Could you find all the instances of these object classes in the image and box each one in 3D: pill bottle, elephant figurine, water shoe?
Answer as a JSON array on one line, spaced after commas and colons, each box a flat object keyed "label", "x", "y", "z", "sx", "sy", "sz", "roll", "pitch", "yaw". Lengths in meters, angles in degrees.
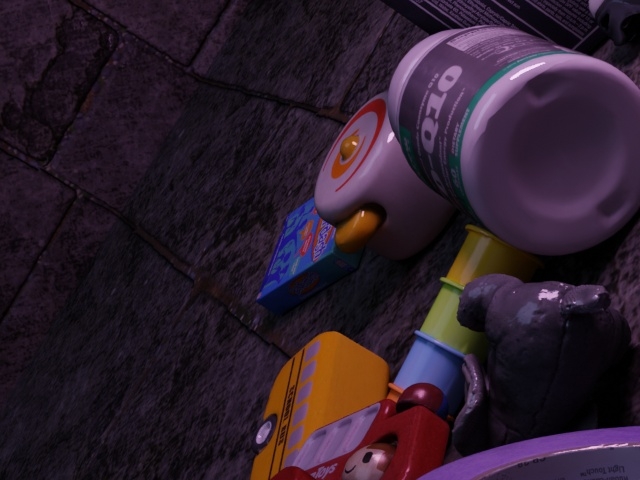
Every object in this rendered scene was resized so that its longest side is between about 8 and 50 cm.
[{"label": "pill bottle", "x": 0.199, "y": -0.121, "z": 1.782, "sx": 0.204, "sy": 0.204, "sz": 0.361, "roll": -57, "pitch": 18, "yaw": 4}, {"label": "elephant figurine", "x": 0.185, "y": 0.161, "z": 1.500, "sx": 0.169, "sy": 0.186, "sz": 0.239, "roll": 13, "pitch": 81, "yaw": 36}, {"label": "water shoe", "x": 0.378, "y": -0.288, "z": 1.804, "sx": 0.203, "sy": 0.073, "sz": 0.080, "roll": -45, "pitch": 66, "yaw": 45}]

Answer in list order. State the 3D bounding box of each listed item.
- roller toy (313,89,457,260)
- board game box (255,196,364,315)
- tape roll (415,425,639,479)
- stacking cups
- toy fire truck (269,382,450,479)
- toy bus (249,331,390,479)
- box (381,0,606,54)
[{"label": "roller toy", "x": 0.086, "y": -0.084, "z": 2.103, "sx": 0.209, "sy": 0.146, "sz": 0.191, "roll": -56, "pitch": 18, "yaw": 10}, {"label": "board game box", "x": 0.000, "y": 0.000, "z": 2.350, "sx": 0.210, "sy": 0.047, "sz": 0.160, "roll": -33, "pitch": 31, "yaw": 50}, {"label": "tape roll", "x": 0.187, "y": 0.205, "z": 1.124, "sx": 0.275, "sy": 0.275, "sz": 0.090, "roll": -169, "pitch": 69, "yaw": -71}, {"label": "stacking cups", "x": 0.123, "y": 0.142, "z": 1.747, "sx": 0.316, "sy": 0.096, "sz": 0.096, "roll": -62, "pitch": 18, "yaw": -4}, {"label": "toy fire truck", "x": 0.019, "y": 0.249, "z": 1.582, "sx": 0.302, "sy": 0.169, "sz": 0.254, "roll": -36, "pitch": 21, "yaw": 55}, {"label": "toy bus", "x": -0.008, "y": 0.267, "z": 1.854, "sx": 0.130, "sy": 0.108, "sz": 0.332, "roll": -42, "pitch": 24, "yaw": 36}, {"label": "box", "x": 0.235, "y": -0.370, "z": 1.939, "sx": 0.294, "sy": 0.296, "sz": 0.182, "roll": -42, "pitch": 24, "yaw": 37}]
